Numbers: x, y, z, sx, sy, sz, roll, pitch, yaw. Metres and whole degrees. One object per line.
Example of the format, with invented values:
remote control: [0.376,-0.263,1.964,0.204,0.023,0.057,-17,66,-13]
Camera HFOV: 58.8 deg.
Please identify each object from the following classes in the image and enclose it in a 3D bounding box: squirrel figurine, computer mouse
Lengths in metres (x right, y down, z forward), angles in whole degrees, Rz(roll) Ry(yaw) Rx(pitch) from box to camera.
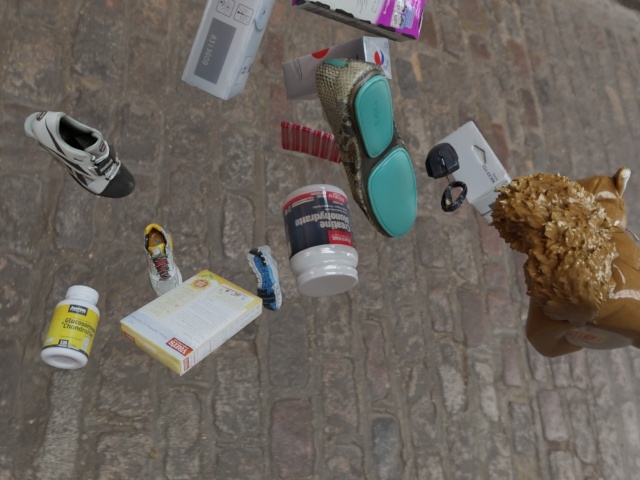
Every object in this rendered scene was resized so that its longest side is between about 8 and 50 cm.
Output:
squirrel figurine: [0.518,0.003,1.114,0.397,0.281,0.370,35,57,-36]
computer mouse: [0.247,-0.135,1.133,0.041,0.071,0.242,57,20,-29]

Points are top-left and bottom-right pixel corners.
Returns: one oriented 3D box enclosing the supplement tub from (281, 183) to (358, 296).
supplement tub: [0.000,0.000,1.572,0.191,0.191,0.272,5,62,-29]

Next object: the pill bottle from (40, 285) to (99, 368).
pill bottle: [-0.590,0.205,1.357,0.103,0.103,0.184,19,50,-24]

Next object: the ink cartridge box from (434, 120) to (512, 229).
ink cartridge box: [0.430,-0.165,1.497,0.273,0.114,0.197,26,36,-58]

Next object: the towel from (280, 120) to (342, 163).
towel: [0.017,-0.268,1.644,0.274,0.199,0.031,16,81,-2]

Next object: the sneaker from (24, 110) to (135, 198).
sneaker: [-0.606,-0.220,1.510,0.330,0.146,0.122,41,56,-45]

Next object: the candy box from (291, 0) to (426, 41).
candy box: [0.078,-0.460,0.995,0.233,0.071,0.159,7,99,-30]

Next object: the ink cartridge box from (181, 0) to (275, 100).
ink cartridge box: [-0.114,-0.436,1.052,0.091,0.308,0.385,24,21,-2]

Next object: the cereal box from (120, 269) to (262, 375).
cereal box: [-0.261,0.159,1.171,0.173,0.047,0.240,25,37,27]

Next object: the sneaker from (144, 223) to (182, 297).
sneaker: [-0.438,0.057,1.538,0.088,0.093,0.225,-18,70,-8]

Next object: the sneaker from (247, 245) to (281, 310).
sneaker: [-0.139,0.101,1.587,0.083,0.071,0.191,-35,115,-61]

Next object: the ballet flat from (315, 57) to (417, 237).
ballet flat: [0.099,-0.206,1.267,0.164,0.182,0.483,-43,141,-15]

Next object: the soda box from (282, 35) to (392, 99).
soda box: [0.034,-0.413,1.382,0.091,0.286,0.098,-15,101,-42]
